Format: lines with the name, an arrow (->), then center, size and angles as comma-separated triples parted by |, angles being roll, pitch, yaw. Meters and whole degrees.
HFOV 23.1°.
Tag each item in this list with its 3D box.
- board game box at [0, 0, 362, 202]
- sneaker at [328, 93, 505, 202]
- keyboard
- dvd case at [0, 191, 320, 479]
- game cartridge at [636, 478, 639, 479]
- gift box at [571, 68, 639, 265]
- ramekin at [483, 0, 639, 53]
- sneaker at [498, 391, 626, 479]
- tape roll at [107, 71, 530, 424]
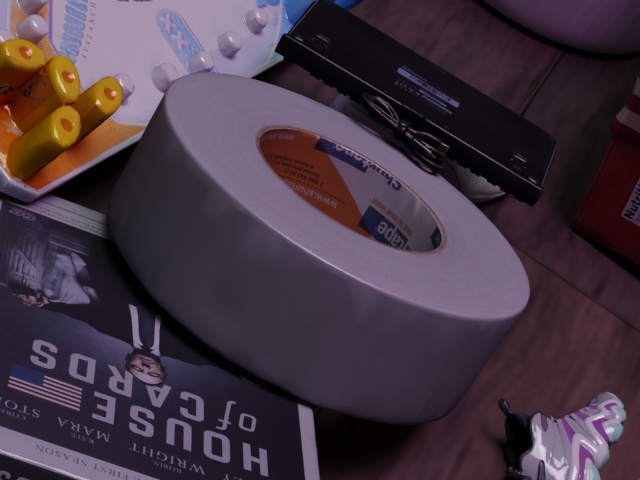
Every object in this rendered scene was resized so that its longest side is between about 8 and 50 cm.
board game box -> -0.158, -0.255, 0.921 | 0.390, 0.050, 0.390 | 57, 34, -4
sneaker -> 0.074, -0.067, 1.007 | 0.152, 0.061, 0.054 | 12, 41, -26
keyboard -> 0.057, -0.079, 0.942 | 0.180, 0.023, 0.108 | 31, 31, 0
dvd case -> -0.088, 0.059, 0.738 | 0.179, 0.030, 0.239 | 21, 23, -15
game cartridge -> 0.271, 0.240, 0.818 | 0.198, 0.062, 0.297 | -16, 58, -39
gift box -> 0.358, -0.075, 1.062 | 0.276, 0.255, 0.258 | 33, 40, 11
ramekin -> 0.207, -0.277, 1.264 | 0.277, 0.135, 0.277 | 19, 40, -17
sneaker -> 0.130, 0.105, 0.877 | 0.069, 0.038, 0.098 | 33, 38, 0
tape roll -> 0.000, 0.000, 0.828 | 0.219, 0.072, 0.219 | 27, 21, -11
